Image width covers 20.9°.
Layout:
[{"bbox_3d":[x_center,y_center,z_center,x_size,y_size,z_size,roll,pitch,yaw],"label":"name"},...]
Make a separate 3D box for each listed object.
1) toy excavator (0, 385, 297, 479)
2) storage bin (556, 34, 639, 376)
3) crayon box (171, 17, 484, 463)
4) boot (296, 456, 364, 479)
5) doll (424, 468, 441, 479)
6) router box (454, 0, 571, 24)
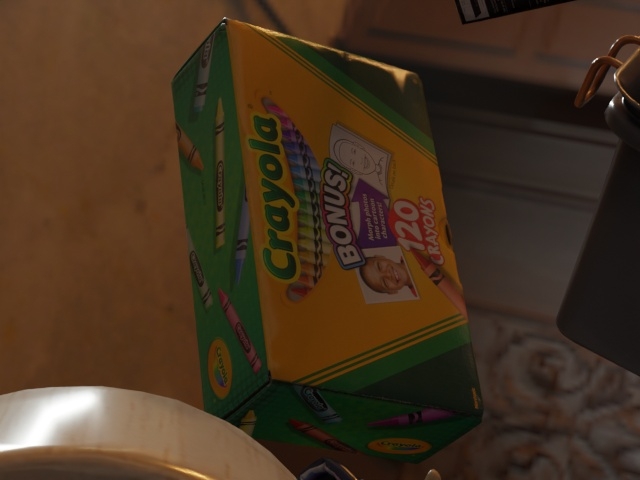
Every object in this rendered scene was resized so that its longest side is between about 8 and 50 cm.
[{"bbox_3d":[0.095,0.257,0.351,0.222,0.445,0.433,-145,57,-83],"label":"toy excavator"},{"bbox_3d":[0.125,-0.015,0.576,0.135,0.098,0.091,-40,-25,-59],"label":"storage bin"},{"bbox_3d":[0.000,0.000,1.154,0.165,0.081,0.278,13,-126,-31],"label":"crayon box"},{"bbox_3d":[0.043,0.214,1.000,0.069,0.190,0.086,-39,-38,6],"label":"boot"},{"bbox_3d":[0.173,0.242,1.402,0.046,0.189,0.129,-64,-25,-15],"label":"doll"},{"bbox_3d":[0.156,-0.245,1.254,0.046,0.133,0.179,65,-162,-50],"label":"router box"}]
